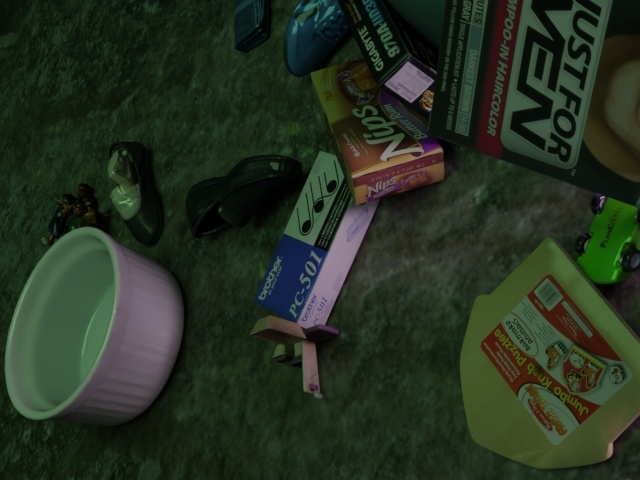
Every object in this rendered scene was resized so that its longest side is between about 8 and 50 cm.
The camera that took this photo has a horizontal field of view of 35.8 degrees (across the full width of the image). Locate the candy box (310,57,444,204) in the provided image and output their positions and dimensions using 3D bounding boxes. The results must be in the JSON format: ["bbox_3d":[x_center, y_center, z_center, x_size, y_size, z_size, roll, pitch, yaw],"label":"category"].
[{"bbox_3d":[0.064,-0.135,1.161,0.109,0.053,0.187,-16,50,-4],"label":"candy box"}]

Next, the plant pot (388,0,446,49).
[{"bbox_3d":[0.175,-0.315,0.978,0.293,0.235,0.293,-45,32,39],"label":"plant pot"}]

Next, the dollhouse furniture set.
[{"bbox_3d":[-0.045,0.142,1.136,0.091,0.114,0.081,-23,60,35],"label":"dollhouse furniture set"}]

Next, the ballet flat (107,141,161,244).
[{"bbox_3d":[-0.299,-0.081,1.548,0.074,0.074,0.203,-39,47,27],"label":"ballet flat"}]

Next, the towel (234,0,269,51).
[{"bbox_3d":[-0.107,-0.348,1.505,0.067,0.029,0.120,-26,54,37],"label":"towel"}]

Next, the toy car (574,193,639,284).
[{"bbox_3d":[0.301,-0.060,0.911,0.239,0.053,0.225,21,88,50],"label":"toy car"}]

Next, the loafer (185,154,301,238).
[{"bbox_3d":[-0.104,-0.057,1.329,0.223,0.076,0.078,-20,63,46],"label":"loafer"}]

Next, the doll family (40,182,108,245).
[{"bbox_3d":[-0.408,-0.037,1.641,0.193,0.076,0.111,25,95,53],"label":"doll family"}]

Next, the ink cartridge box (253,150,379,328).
[{"bbox_3d":[0.000,0.000,1.207,0.097,0.046,0.207,22,88,50],"label":"ink cartridge box"}]

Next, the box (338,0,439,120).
[{"bbox_3d":[0.103,-0.219,1.105,0.051,0.175,0.220,-41,46,24],"label":"box"}]

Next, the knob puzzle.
[{"bbox_3d":[0.209,0.125,0.924,0.213,0.030,0.213,-1,89,42],"label":"knob puzzle"}]

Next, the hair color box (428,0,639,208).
[{"bbox_3d":[0.278,-0.126,0.763,0.374,0.113,0.185,23,127,27],"label":"hair color box"}]

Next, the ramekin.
[{"bbox_3d":[-0.318,0.131,1.414,0.277,0.135,0.277,-23,56,39],"label":"ramekin"}]

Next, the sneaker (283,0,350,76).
[{"bbox_3d":[0.023,-0.308,1.318,0.082,0.069,0.209,37,99,45],"label":"sneaker"}]
